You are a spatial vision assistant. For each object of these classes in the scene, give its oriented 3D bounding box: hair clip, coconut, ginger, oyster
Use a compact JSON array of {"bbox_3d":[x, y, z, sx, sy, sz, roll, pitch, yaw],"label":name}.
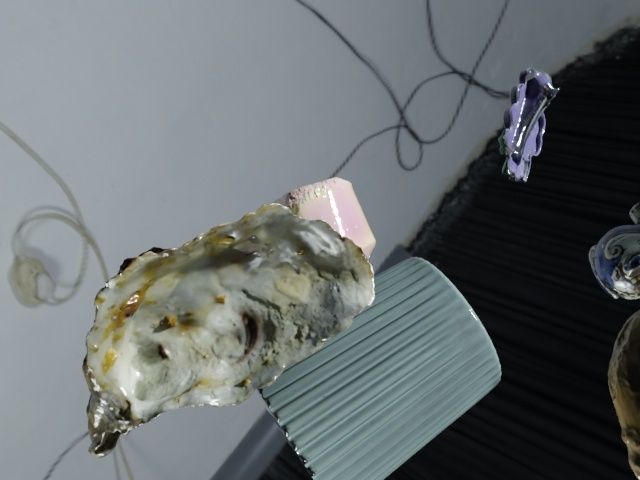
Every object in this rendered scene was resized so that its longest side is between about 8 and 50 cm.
[{"bbox_3d":[0.332,-0.179,1.247,0.124,0.052,0.195,37,69,-40],"label":"hair clip"},{"bbox_3d":[0.000,0.000,1.788,0.233,0.233,0.245,-18,89,-34],"label":"coconut"},{"bbox_3d":[0.294,0.147,0.697,0.069,0.051,0.173,-10,81,-2],"label":"ginger"},{"bbox_3d":[-0.143,0.080,0.868,0.396,0.111,0.204,-31,112,4],"label":"oyster"}]

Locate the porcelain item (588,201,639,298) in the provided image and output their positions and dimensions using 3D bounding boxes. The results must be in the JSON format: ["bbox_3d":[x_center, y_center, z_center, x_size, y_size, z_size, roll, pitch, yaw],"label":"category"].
[{"bbox_3d":[0.622,-0.019,1.440,0.288,0.186,0.138,-39,129,22],"label":"porcelain item"}]

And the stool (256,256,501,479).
[{"bbox_3d":[0.079,0.212,1.242,0.330,0.297,0.297,-32,122,-11],"label":"stool"}]
